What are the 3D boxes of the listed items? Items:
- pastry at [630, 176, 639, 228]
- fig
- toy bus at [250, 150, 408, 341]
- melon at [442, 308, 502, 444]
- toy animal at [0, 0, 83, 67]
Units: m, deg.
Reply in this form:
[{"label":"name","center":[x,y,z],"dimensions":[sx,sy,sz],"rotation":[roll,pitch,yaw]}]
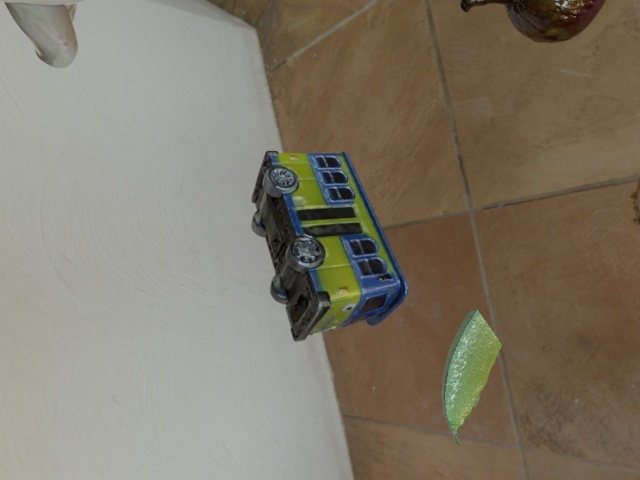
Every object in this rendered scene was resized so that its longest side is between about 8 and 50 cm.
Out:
[{"label":"pastry","center":[0.608,-0.030,0.567],"dimensions":[0.311,0.255,0.161],"rotation":[12,149,24]},{"label":"fig","center":[0.408,-0.453,0.802],"dimensions":[0.290,0.190,0.190],"rotation":[-34,70,-3]},{"label":"toy bus","center":[0.000,0.000,0.667],"dimensions":[0.138,0.175,0.287],"rotation":[-60,43,50]},{"label":"melon","center":[0.299,0.275,0.837],"dimensions":[0.053,0.114,0.261],"rotation":[161,129,-74]},{"label":"toy animal","center":[-0.192,-0.245,0.197],"dimensions":[0.241,0.196,0.367],"rotation":[19,130,7]}]
